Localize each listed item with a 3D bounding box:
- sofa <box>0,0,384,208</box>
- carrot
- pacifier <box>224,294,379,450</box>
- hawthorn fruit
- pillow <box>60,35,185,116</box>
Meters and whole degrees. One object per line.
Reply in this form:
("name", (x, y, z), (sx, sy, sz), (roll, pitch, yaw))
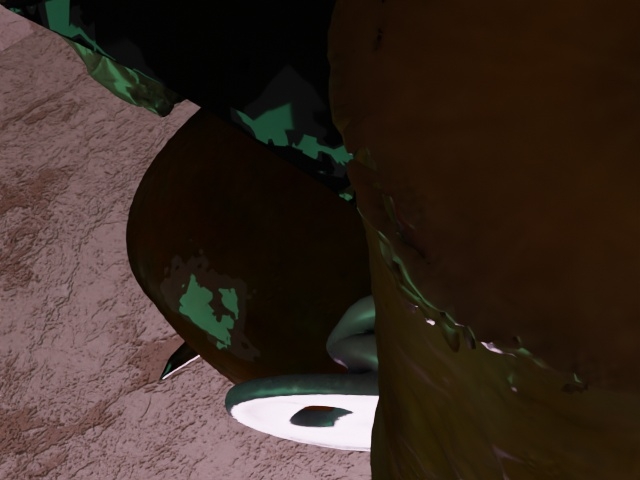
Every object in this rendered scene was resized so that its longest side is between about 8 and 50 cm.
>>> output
("sofa", (-0.023, -0.147, 0.861), (0.258, 0.182, 0.200), (29, -176, 3))
("carrot", (0.100, 0.019, 0.431), (0.196, 0.196, 0.254), (60, 170, 27))
("pacifier", (0.092, 0.150, 0.947), (0.244, 0.299, 0.233), (134, 142, -76))
("hawthorn fruit", (0.000, 0.000, 1.132), (0.268, 0.301, 0.268), (54, -176, -6))
("pillow", (-0.159, -0.206, 1.170), (0.274, 0.076, 0.281), (52, -164, -2))
